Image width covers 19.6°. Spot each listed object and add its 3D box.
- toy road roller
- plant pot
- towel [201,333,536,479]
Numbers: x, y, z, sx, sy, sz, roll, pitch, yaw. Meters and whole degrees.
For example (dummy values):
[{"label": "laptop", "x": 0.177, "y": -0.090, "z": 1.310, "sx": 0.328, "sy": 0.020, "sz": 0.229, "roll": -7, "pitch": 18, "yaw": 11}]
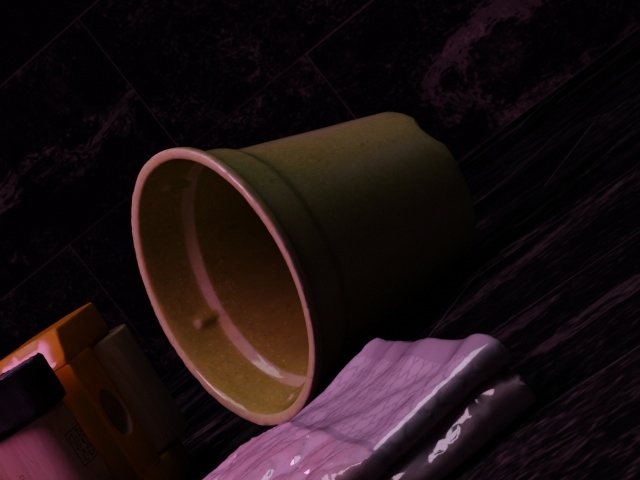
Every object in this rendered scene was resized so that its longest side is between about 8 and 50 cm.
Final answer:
[{"label": "toy road roller", "x": -0.291, "y": 0.222, "z": 1.832, "sx": 0.240, "sy": 0.202, "sz": 0.329, "roll": -30, "pitch": 4, "yaw": 17}, {"label": "plant pot", "x": 0.000, "y": 0.000, "z": 1.782, "sx": 0.254, "sy": 0.276, "sz": 0.276, "roll": -26, "pitch": -5, "yaw": -33}, {"label": "towel", "x": -0.039, "y": 0.164, "z": 1.137, "sx": 0.317, "sy": 0.053, "sz": 0.332, "roll": -37, "pitch": 4, "yaw": -9}]
